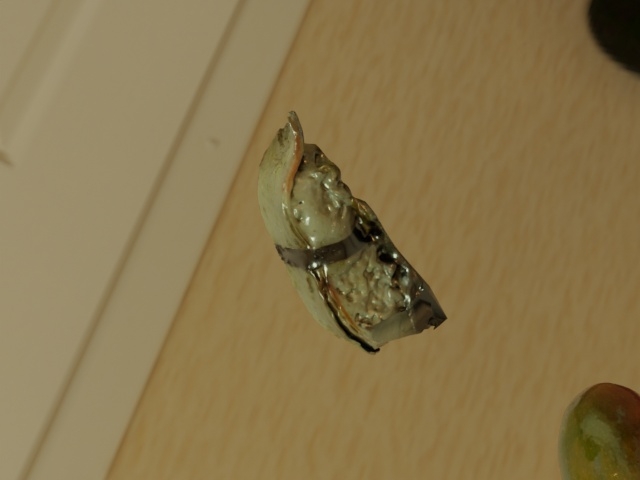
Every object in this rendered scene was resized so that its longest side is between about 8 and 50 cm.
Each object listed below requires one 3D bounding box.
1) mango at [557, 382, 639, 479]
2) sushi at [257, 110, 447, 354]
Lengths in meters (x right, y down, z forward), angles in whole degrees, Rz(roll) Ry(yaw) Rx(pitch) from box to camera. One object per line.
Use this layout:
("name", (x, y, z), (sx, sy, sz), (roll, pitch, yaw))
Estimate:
("mango", (0.329, 0.279, 1.787), (0.129, 0.289, 0.146), (-25, 142, 28))
("sushi", (0.003, 0.000, 1.685), (0.273, 0.109, 0.134), (54, 173, -36))
